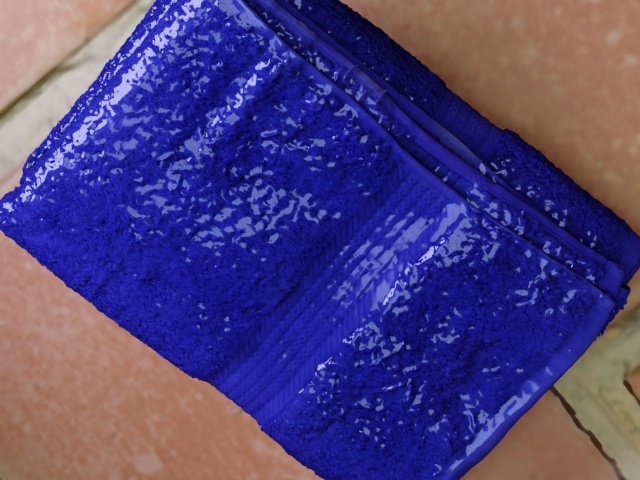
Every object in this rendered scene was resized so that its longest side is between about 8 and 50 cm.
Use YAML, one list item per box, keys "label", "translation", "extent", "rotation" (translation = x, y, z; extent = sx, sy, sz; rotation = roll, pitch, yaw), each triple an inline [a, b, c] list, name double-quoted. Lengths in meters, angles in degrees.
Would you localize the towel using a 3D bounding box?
- label: "towel"
  translation: [0.000, 0.000, 0.997]
  extent: [0.308, 0.076, 0.227]
  rotation: [38, 101, -9]
